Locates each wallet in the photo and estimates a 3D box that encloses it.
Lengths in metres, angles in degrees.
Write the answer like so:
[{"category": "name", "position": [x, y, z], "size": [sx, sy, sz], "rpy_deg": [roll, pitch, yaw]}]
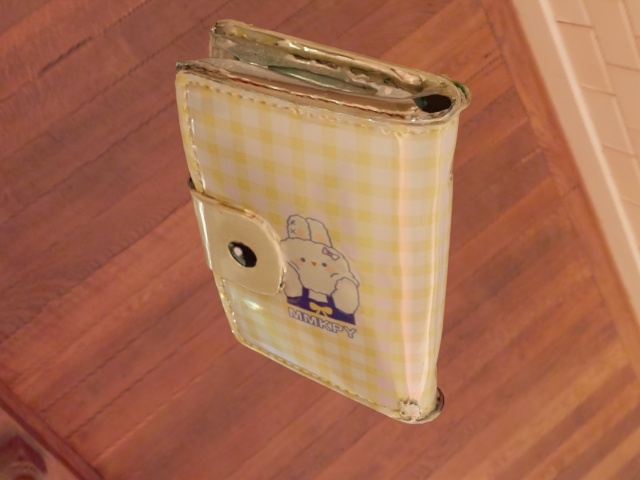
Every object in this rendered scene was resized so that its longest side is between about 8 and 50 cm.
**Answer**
[{"category": "wallet", "position": [0.000, 0.000, 0.658], "size": [0.077, 0.223, 0.309], "rpy_deg": [-55, 153, -43]}]
